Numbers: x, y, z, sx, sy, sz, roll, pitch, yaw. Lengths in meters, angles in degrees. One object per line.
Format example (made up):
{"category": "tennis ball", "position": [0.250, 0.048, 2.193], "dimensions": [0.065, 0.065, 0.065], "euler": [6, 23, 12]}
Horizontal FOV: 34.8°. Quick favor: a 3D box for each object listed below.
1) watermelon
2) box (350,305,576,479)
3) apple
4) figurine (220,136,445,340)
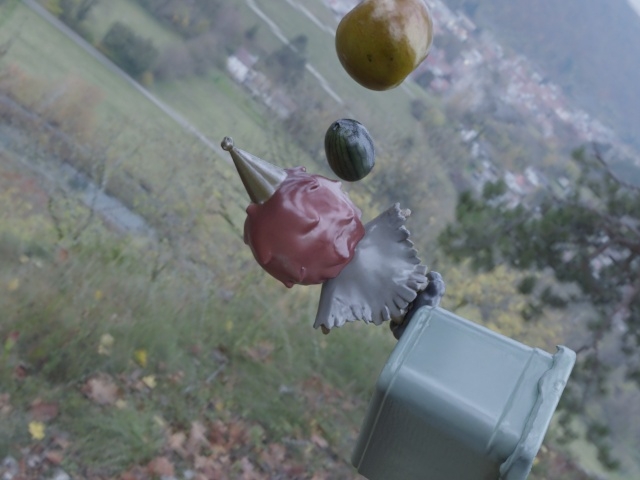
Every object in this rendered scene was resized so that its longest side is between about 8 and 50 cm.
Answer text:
{"category": "watermelon", "position": [0.044, -0.140, 1.564], "dimensions": [0.078, 0.078, 0.111], "euler": [-111, -175, -48]}
{"category": "box", "position": [0.150, 0.212, 1.181], "dimensions": [0.182, 0.312, 0.175], "euler": [27, 58, 10]}
{"category": "apple", "position": [0.115, -0.352, 1.800], "dimensions": [0.155, 0.182, 0.182], "euler": [59, 21, 2]}
{"category": "figurine", "position": [0.000, 0.000, 1.375], "dimensions": [0.387, 0.207, 0.166], "euler": [34, 5, -23]}
